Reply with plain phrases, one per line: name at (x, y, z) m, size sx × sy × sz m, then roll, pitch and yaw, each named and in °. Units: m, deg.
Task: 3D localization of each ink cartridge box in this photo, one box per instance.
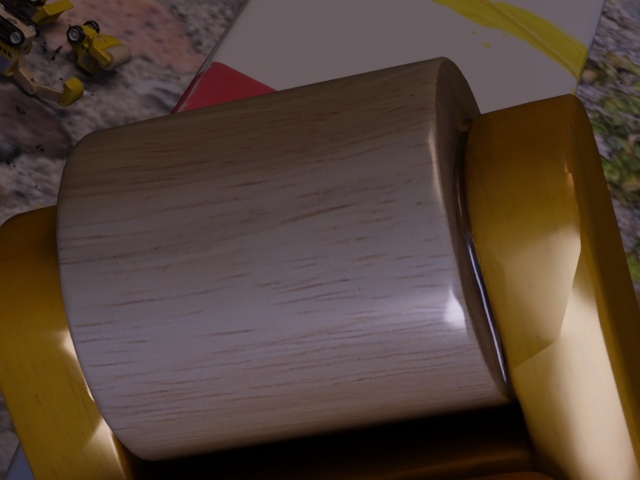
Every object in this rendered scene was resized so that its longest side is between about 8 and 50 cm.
ink cartridge box at (0.000, 0.000, 0.942) m, size 0.160 × 0.279 × 0.385 m, roll 26°, pitch 38°, yaw 0°

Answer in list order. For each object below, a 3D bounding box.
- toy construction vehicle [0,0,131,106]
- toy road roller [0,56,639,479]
toy construction vehicle at (-0.172, -0.124, 1.189) m, size 0.098 × 0.035 × 0.086 m, roll 36°, pitch 27°, yaw 6°
toy road roller at (0.012, 0.128, 0.623) m, size 0.202 × 0.330 × 0.240 m, roll -11°, pitch 20°, yaw 15°
